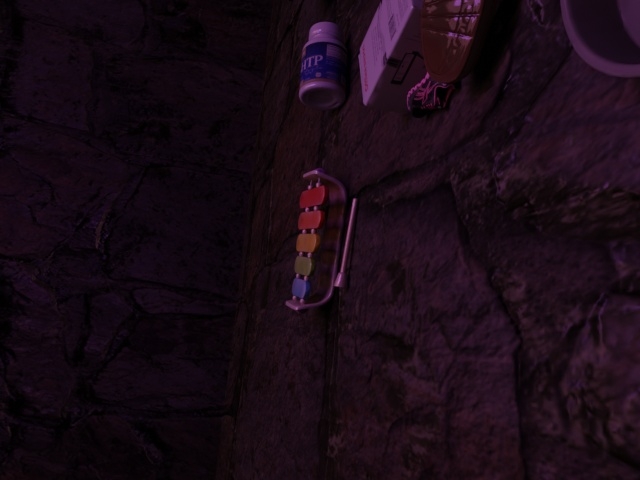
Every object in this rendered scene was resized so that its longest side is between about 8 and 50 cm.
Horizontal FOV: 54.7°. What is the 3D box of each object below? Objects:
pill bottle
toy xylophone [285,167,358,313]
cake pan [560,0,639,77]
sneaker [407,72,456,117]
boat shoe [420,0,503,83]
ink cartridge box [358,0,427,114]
[{"bbox_3d":[0.009,-0.418,1.476,0.112,0.112,0.186,134,141,-65],"label":"pill bottle"},{"bbox_3d":[0.000,0.000,1.336,0.236,0.081,0.322,156,121,-72],"label":"toy xylophone"},{"bbox_3d":[0.292,-0.264,0.460,0.293,0.054,0.293,-171,90,-75],"label":"cake pan"},{"bbox_3d":[0.167,-0.214,0.924,0.119,0.047,0.057,122,141,-59],"label":"sneaker"},{"bbox_3d":[0.206,-0.344,0.799,0.105,0.089,0.285,28,113,47],"label":"boat shoe"},{"bbox_3d":[0.138,-0.330,1.002,0.203,0.086,0.148,118,156,-53],"label":"ink cartridge box"}]
